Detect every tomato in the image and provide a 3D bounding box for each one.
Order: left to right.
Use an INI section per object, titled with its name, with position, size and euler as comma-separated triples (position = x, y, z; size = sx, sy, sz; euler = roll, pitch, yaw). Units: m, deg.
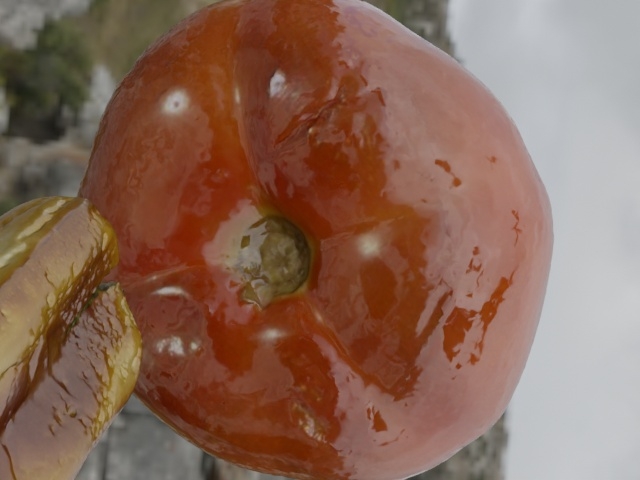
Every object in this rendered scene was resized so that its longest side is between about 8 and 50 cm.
[tomato]
position = 0.001, -0.004, 0.889
size = 0.180, 0.260, 0.260
euler = -26, 123, -69

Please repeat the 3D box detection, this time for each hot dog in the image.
[hot dog]
position = -0.127, 0.065, 0.604
size = 0.249, 0.068, 0.100
euler = -61, 143, -62
